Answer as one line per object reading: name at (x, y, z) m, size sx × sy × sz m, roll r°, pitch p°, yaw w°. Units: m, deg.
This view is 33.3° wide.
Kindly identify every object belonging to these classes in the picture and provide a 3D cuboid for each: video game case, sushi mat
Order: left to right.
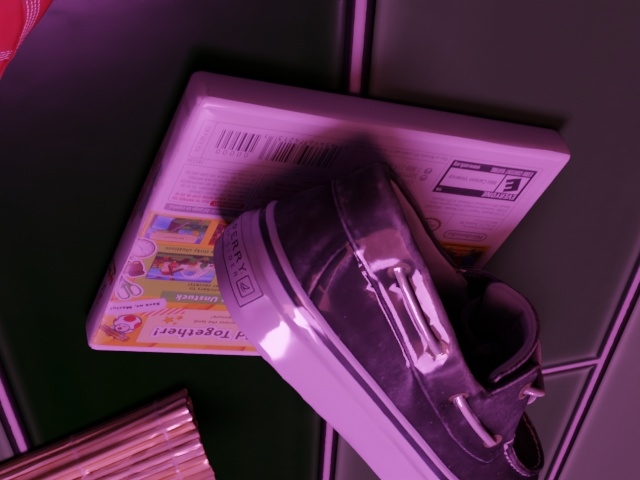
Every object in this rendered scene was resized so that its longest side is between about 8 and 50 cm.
sushi mat at (-0.207, 0.231, 0.744) m, size 0.316 × 0.151 × 0.019 m, roll -24°, pitch 176°, yaw 8°
video game case at (0.000, 0.000, 0.624) m, size 0.227 × 0.026 × 0.206 m, roll 5°, pitch 137°, yaw -28°

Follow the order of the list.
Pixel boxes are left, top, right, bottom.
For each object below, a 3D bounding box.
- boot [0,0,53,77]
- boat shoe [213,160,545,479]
boot at (-0.227, -0.086, 0.382) m, size 0.244 × 0.088 × 0.176 m, roll 8°, pitch 138°, yaw -35°
boat shoe at (0.076, 0.076, 0.626) m, size 0.119 × 0.121 × 0.335 m, roll -26°, pitch 141°, yaw 18°
